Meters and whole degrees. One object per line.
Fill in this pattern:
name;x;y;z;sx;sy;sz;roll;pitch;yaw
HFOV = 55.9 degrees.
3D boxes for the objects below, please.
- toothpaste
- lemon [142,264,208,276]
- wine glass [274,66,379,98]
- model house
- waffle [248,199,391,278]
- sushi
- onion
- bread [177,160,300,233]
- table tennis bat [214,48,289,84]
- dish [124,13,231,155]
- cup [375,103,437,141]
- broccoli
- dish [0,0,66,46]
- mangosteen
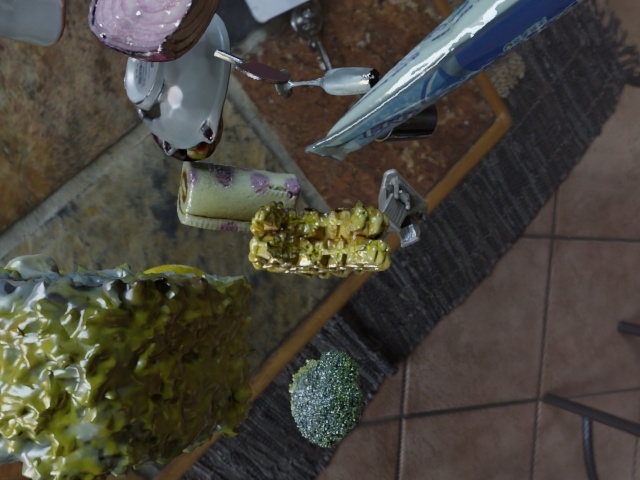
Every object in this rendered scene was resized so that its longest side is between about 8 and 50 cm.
toothpaste;0.104;-0.133;0.364;0.268;0.069;0.047;-35;115;17
lemon;-0.394;0.220;1.571;0.336;0.336;0.336;-3;97;-26
wine glass;0.019;-0.364;1.386;0.074;0.262;0.074;-15;108;-55
model house;0.253;-0.086;1.926;0.229;0.122;0.188;45;35;-26
waffle;0.000;0.000;1.377;0.324;0.261;0.151;4;79;5
sushi;-0.307;0.146;0.791;0.396;0.351;0.240;3;91;-60
onion;-0.250;-0.393;0.976;0.111;0.247;0.250;31;84;-55
bread;-0.238;-0.122;1.758;0.338;0.155;0.187;5;119;-21
table tennis bat;-0.071;-0.176;0.612;0.050;0.083;0.007;-40;153;-57
dish;-0.294;-0.319;1.171;0.120;0.303;0.303;6;93;-41
cup;0.276;-0.423;1.914;0.176;0.166;0.239;-3;135;-28
broccoli;0.017;0.412;1.561;0.197;0.176;0.226;-4;128;3
dish;-0.321;-0.274;0.495;0.085;0.260;0.260;-35;110;-30
mangosteen;-0.353;-0.305;1.625;0.209;0.210;0.210;-3;97;-26
